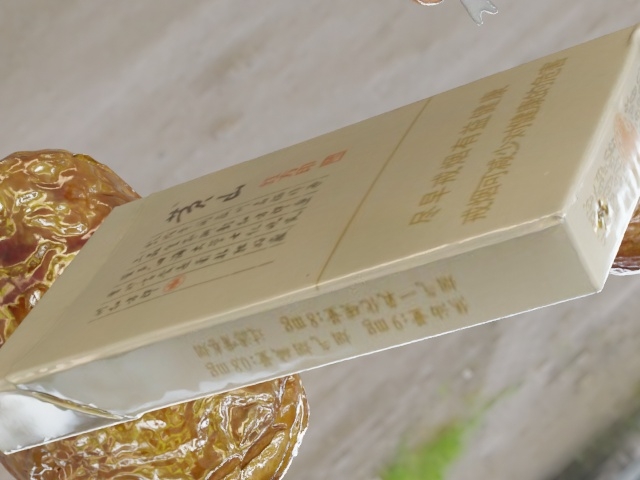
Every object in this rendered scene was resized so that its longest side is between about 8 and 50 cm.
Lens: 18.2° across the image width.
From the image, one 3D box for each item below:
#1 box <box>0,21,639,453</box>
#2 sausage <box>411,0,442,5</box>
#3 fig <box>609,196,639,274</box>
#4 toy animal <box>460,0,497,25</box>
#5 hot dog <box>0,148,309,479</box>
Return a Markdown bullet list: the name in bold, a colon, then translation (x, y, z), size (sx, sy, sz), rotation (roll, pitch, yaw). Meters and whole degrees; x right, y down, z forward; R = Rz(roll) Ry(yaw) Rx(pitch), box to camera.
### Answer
- **box**: translation (0.000, 0.001, 1.053), size (0.365, 0.051, 0.204), rotation (-17, -156, 31)
- **sausage**: translation (0.060, -0.188, 1.388), size (0.034, 0.083, 0.034), rotation (-14, 121, -25)
- **fig**: translation (0.252, -0.027, 2.004), size (0.201, 0.133, 0.146), rotation (-6, 180, -21)
- **toy animal**: translation (0.102, -0.276, 1.765), size (0.367, 0.206, 0.081), rotation (14, 122, -28)
- **hot dog**: translation (-0.183, 0.098, 1.759), size (0.267, 0.387, 0.174), rotation (-40, 168, -19)
